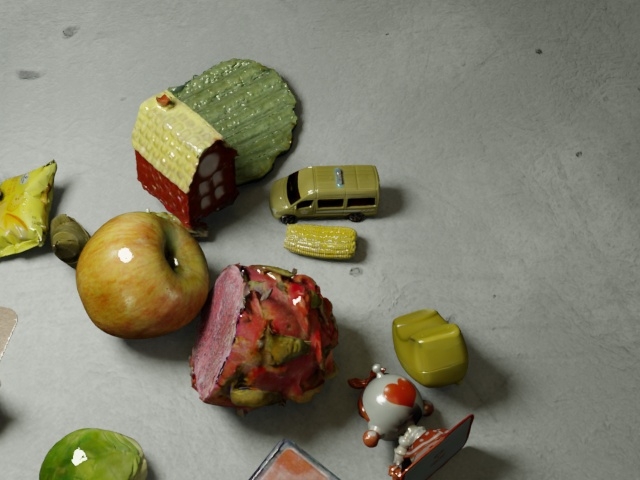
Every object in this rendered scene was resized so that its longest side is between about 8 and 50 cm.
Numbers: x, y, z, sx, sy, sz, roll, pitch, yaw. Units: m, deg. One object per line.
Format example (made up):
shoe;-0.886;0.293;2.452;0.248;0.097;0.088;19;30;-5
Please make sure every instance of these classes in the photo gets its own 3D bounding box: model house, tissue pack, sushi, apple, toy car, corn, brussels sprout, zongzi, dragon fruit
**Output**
model house;-0.288;-0.184;1.478;0.196;0.254;0.160;39;62;20
tissue pack;0.219;0.222;1.400;0.123;0.178;0.127;-13;102;-11
sushi;-0.363;-0.020;1.549;0.226;0.097;0.103;-2;60;-5
apple;-0.364;0.078;1.399;0.264;0.264;0.264;1;60;-2
toy car;0.009;-0.113;1.608;0.256;0.124;0.101;-2;59;-6
corn;0.000;0.000;1.578;0.165;0.063;0.085;8;69;3
brussels sprout;-0.415;0.421;1.267;0.161;0.144;0.180;30;37;35
zongzi;-0.558;-0.012;1.492;0.078;0.176;0.160;-46;67;-4
dragon fruit;-0.084;0.203;1.353;0.262;0.314;0.296;17;81;-22

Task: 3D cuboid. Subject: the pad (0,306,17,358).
pad;-0.785;0.201;1.452;0.266;0.002;0.176;10;60;3

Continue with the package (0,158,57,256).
package;-0.662;-0.067;1.549;0.168;0.090;0.226;-18;60;21

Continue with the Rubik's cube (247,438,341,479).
Rubik's cube;-0.037;0.578;1.073;0.358;0.363;0.362;38;61;13

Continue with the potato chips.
potato chips;-0.243;-0.279;1.721;0.429;0.070;0.358;-30;67;-17

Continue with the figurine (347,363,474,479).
figurine;0.148;0.341;1.354;0.183;0.160;0.226;-33;58;-21
